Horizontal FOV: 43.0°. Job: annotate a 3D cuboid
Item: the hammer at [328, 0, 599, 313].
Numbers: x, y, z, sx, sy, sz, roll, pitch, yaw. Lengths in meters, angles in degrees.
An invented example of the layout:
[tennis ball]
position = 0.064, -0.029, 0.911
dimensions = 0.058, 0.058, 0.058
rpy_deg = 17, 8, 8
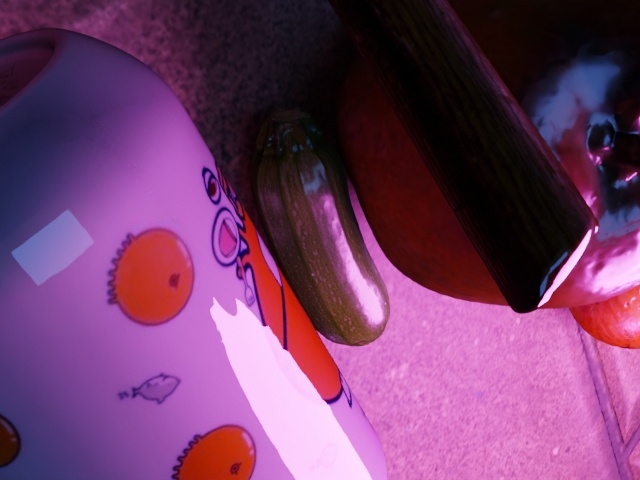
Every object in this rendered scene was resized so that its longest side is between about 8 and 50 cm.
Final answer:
[hammer]
position = 0.029, -0.153, 0.442
dimensions = 0.242, 0.095, 0.409
rpy_deg = -28, 81, -28

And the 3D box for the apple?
[apple]
position = 0.350, 0.056, 0.922
dimensions = 0.146, 0.146, 0.147
rpy_deg = -14, 111, -39

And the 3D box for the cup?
[cup]
position = -0.116, 0.062, 0.442
dimensions = 0.212, 0.212, 0.317
rpy_deg = -45, 127, -24

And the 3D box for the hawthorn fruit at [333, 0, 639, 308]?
[hawthorn fruit]
position = 0.166, -0.076, 0.593
dimensions = 0.267, 0.301, 0.268
rpy_deg = -7, 106, -26

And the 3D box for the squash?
[squash]
position = 0.000, 0.000, 0.628
dimensions = 0.077, 0.068, 0.219
rpy_deg = -28, 122, -15
